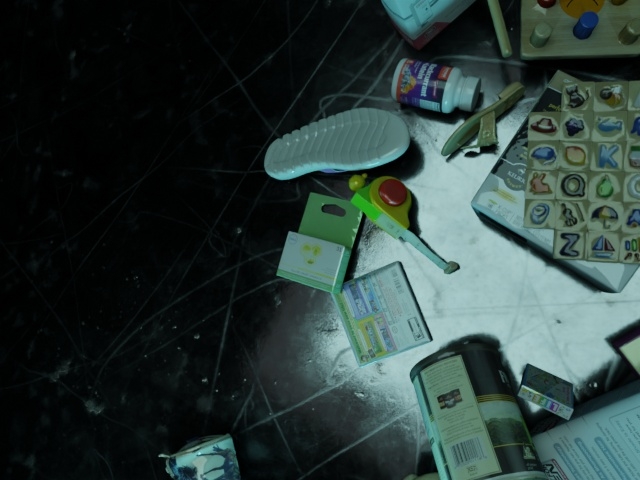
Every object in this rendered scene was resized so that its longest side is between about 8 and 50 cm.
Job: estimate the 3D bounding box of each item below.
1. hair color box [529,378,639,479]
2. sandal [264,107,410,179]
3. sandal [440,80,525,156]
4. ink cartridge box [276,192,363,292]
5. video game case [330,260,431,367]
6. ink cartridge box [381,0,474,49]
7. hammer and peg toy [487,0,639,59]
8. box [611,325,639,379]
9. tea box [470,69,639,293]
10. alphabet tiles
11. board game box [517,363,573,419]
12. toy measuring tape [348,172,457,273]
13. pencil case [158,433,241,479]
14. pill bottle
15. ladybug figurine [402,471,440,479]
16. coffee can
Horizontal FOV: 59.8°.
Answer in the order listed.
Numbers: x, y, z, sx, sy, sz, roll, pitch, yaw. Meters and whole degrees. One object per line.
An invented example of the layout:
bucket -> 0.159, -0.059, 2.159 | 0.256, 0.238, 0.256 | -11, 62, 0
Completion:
hair color box -> 0.598, 0.389, 1.066 | 0.374, 0.114, 0.185 | -45, 70, 39
sandal -> 0.044, -0.234, 1.419 | 0.417, 0.102, 0.169 | -2, 69, 32
sandal -> 0.395, -0.262, 1.293 | 0.240, 0.088, 0.079 | -42, 67, 7
ink cartridge box -> 0.000, 0.000, 1.417 | 0.171, 0.056, 0.234 | 16, 90, 27
video game case -> 0.145, 0.183, 1.378 | 0.193, 0.023, 0.212 | -24, 78, 16
ink cartridge box -> 0.242, -0.595, 1.273 | 0.207, 0.283, 0.117 | -39, 73, 13
hammer and peg toy -> 0.515, -0.517, 1.224 | 0.362, 0.127, 0.265 | 0, 85, 9
box -> 0.756, 0.254, 1.100 | 0.214, 0.117, 0.243 | -37, 73, 13
tea box -> 0.544, -0.112, 1.155 | 0.329, 0.220, 0.323 | 35, 98, 19
alphabet tiles -> 0.534, -0.129, 1.037 | 0.285, 0.011, 0.342 | 3, 87, 19
board game box -> 0.477, 0.315, 1.174 | 0.104, 0.154, 0.026 | 24, 104, 21
toy measuring tape -> 0.210, -0.058, 1.346 | 0.330, 0.121, 0.121 | 38, 99, 2
pencil case -> -0.274, 0.710, 1.408 | 0.184, 0.160, 0.410 | -16, 80, 9
pill bottle -> 0.278, -0.367, 1.334 | 0.194, 0.108, 0.108 | 18, 91, 20
ladybug figurine -> 0.313, 0.702, 1.176 | 0.305, 0.162, 0.449 | -29, 70, -3
coffee can -> 0.317, 0.382, 1.149 | 0.202, 0.201, 0.275 | -24, 51, 16
